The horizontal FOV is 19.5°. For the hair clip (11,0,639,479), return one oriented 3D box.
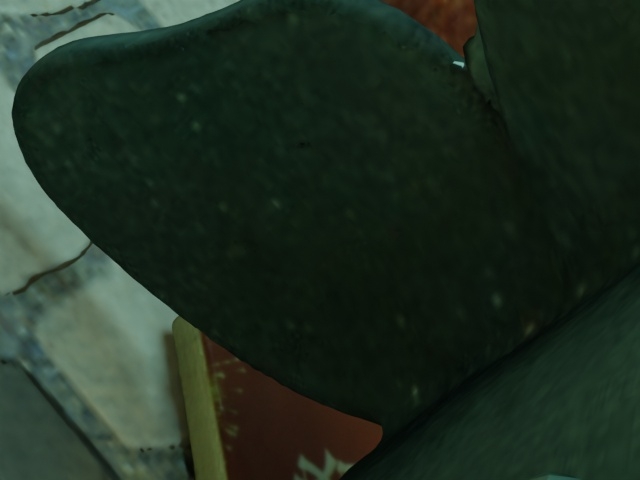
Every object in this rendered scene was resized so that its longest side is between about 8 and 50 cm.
[{"bbox_3d":[0.084,0.080,0.495,0.392,0.318,0.238,39,46,-12],"label":"hair clip"}]

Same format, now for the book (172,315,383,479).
[{"bbox_3d":[0.114,0.172,0.719,0.374,0.028,0.262,15,52,-38],"label":"book"}]

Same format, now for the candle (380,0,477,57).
[{"bbox_3d":[0.105,-0.137,0.883,0.287,0.131,0.317,26,43,-25],"label":"candle"}]
